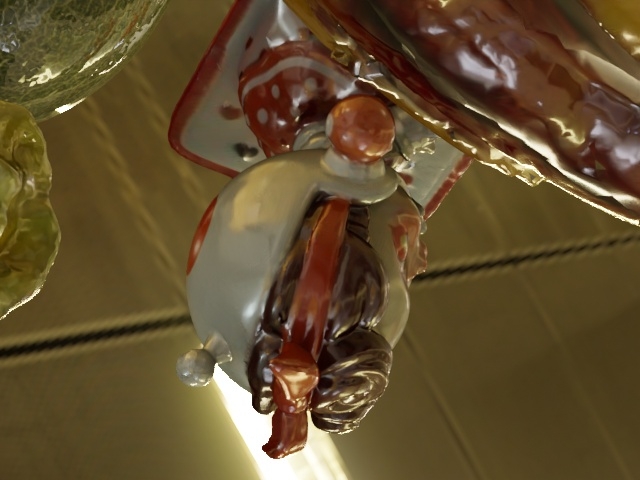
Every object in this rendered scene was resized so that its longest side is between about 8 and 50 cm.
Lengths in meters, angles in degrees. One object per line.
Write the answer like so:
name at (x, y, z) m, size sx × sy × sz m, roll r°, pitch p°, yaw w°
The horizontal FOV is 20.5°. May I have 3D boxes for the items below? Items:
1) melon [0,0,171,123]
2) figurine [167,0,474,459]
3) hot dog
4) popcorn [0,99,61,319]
melon at (-0.239, -0.223, 1.415) m, size 0.237 × 0.302 × 0.237 m, roll 49°, pitch 179°, yaw 2°
figurine at (0.000, 0.000, 0.877) m, size 0.160 × 0.183 × 0.226 m, roll 22°, pitch -134°, yaw -12°
hot dog at (0.069, -0.077, 0.441) m, size 0.326 × 0.194 × 0.107 m, roll 34°, pitch -116°, yaw -13°
popcorn at (-0.311, 0.002, 0.978) m, size 0.312 × 0.312 × 0.312 m, roll 39°, pitch -148°, yaw -31°
